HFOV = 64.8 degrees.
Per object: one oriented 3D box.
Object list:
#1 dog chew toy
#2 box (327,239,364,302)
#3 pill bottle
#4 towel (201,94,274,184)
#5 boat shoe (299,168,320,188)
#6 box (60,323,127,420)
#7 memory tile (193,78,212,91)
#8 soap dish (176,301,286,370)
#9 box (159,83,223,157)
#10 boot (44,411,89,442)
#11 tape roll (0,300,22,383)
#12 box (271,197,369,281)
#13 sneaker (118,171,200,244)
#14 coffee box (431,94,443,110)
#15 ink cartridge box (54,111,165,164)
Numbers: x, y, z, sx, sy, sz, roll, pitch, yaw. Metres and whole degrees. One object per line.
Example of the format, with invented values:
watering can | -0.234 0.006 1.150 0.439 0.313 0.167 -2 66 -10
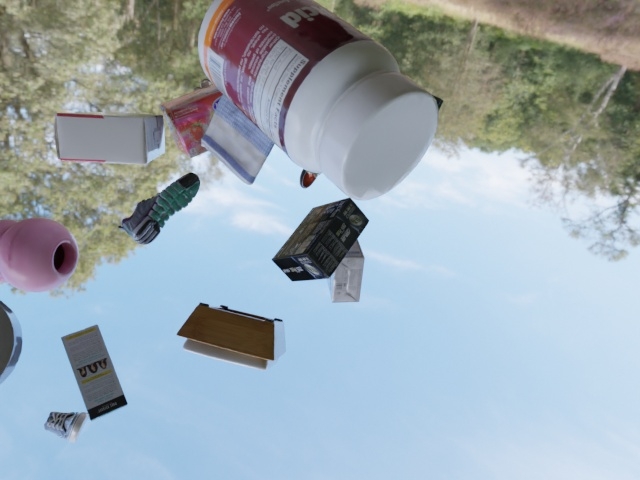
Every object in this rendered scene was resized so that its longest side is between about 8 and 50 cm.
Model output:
dog chew toy | -0.855 0.032 1.401 0.332 0.206 0.206 5 -158 12
box | 0.063 0.045 1.601 0.087 0.169 0.290 -1 -151 -8
pill bottle | -0.013 -0.254 0.828 0.224 0.224 0.392 -12 -133 -43
towel | -0.153 -0.286 1.103 0.034 0.285 0.209 4 -148 -51
boat shoe | -0.015 -0.210 1.463 0.049 0.137 0.043 32 180 -29
box | -0.629 0.367 1.404 0.101 0.060 0.244 -19 -103 -29
memory tile | -0.367 -0.481 1.685 0.113 0.148 0.012 41 -165 -37
soap dish | -0.203 0.235 1.265 0.229 0.118 0.291 13 172 3
box | -0.298 -0.381 1.502 0.300 0.154 0.142 -27 -149 -19
boot | -0.611 0.438 1.199 0.086 0.190 0.069 28 -128 -14
tape roll | -0.707 0.203 0.975 0.219 0.219 0.072 6 165 -16
box | 0.000 0.000 1.134 0.147 0.077 0.180 -12 -144 53
sneaker | -0.400 -0.097 1.245 0.098 0.083 0.223 28 -114 27
coffee box | 0.193 -0.232 1.028 0.041 0.113 0.184 24 -170 -1
ink cartridge box | -0.535 -0.274 1.320 0.208 0.117 0.283 0 -165 -8
